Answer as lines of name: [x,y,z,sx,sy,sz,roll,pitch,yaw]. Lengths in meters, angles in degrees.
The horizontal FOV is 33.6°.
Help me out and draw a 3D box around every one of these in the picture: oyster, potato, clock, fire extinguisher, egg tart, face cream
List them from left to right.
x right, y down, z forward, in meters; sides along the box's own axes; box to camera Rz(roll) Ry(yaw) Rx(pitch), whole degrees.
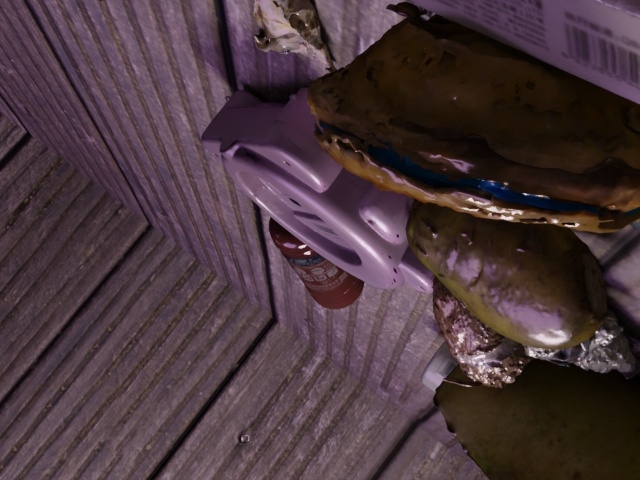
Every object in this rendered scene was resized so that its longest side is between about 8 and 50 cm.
oyster: [-0.026,-0.225,1.077,0.106,0.061,0.200,19,170,2]
fire extinguisher: [0.000,0.000,1.726,0.138,0.102,0.344,-1,153,17]
clock: [0.013,-0.062,1.392,0.322,0.113,0.295,42,168,-24]
egg tart: [0.118,-0.098,0.733,0.291,0.107,0.291,9,-160,-3]
face cream: [0.302,0.277,1.839,0.252,0.101,0.101,34,168,15]
potato: [0.197,0.021,1.113,0.251,0.113,0.149,33,126,25]
potato: [0.319,0.215,1.374,0.280,0.212,0.330,44,-159,19]

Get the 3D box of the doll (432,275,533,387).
doll: [0.192,0.077,1.273,0.105,0.115,0.221,-142,37,-63]

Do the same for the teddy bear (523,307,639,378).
teddy bear: [0.286,0.103,1.209,0.213,0.111,0.133,46,169,-29]

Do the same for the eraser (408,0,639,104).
eraser: [0.086,-0.205,0.671,0.404,0.096,0.098,32,168,28]

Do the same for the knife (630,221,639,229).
knife: [0.262,-0.066,0.847,0.044,0.026,0.296,45,174,31]

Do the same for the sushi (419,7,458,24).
sushi: [0.130,-0.147,0.912,0.139,0.031,0.201,38,168,-1]
